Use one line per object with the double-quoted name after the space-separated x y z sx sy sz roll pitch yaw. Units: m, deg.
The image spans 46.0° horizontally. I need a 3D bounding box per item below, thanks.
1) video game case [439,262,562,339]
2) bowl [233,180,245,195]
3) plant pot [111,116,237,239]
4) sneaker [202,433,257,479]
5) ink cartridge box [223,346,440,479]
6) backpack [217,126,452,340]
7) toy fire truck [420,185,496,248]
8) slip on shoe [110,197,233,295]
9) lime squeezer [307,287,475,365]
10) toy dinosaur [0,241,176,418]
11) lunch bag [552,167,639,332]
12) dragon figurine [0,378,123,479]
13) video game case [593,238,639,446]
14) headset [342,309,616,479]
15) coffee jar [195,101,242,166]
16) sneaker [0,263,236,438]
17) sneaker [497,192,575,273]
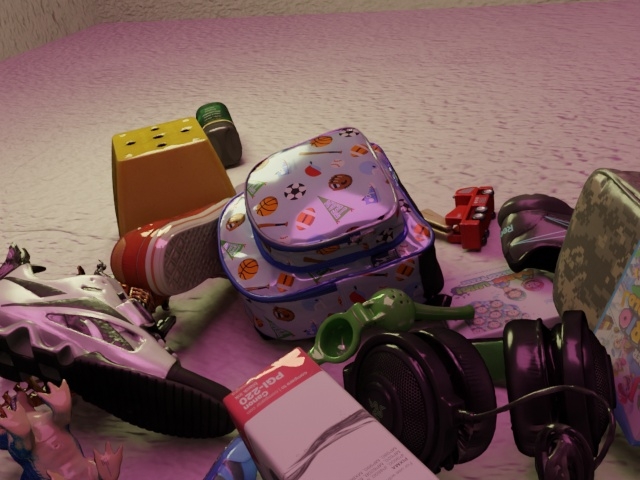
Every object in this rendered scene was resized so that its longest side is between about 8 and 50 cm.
0.229 0.078 0.978 0.157 0.019 0.143 -13 28 -7 "video game case"
-0.069 -0.072 1.315 0.142 0.053 0.142 -20 29 -21 "bowl"
-0.249 -0.087 1.256 0.212 0.187 0.212 -16 28 -12 "plant pot"
-0.089 0.262 0.700 0.082 0.069 0.209 29 28 6 "sneaker"
0.022 0.215 0.631 0.092 0.159 0.218 -32 33 -19 "ink cartridge box"
0.000 0.000 0.986 0.263 0.213 0.276 -26 41 3 "backpack"
0.189 -0.026 1.156 0.135 0.047 0.192 1 29 22 "toy fire truck"
-0.172 0.005 1.060 0.101 0.123 0.331 3 10 21 "slip on shoe"
0.044 0.108 0.855 0.310 0.110 0.059 -23 67 -16 "lime squeezer"
-0.315 0.109 0.967 0.218 0.164 0.322 16 12 12 "toy dinosaur"
0.416 0.063 0.766 0.256 0.213 0.305 5 27 -11 "lunch bag"
-0.253 0.238 0.748 0.289 0.144 0.085 42 50 18 "dragon figurine"
0.292 0.084 0.676 0.015 0.166 0.119 5 34 -10 "video game case"
0.152 0.163 0.671 0.243 0.185 0.394 -6 -2 -3 "headset"
-0.217 -0.225 1.602 0.079 0.096 0.184 -16 28 -7 "coffee jar"
-0.229 0.109 0.847 0.330 0.122 0.146 21 48 3 "sneaker"
0.369 0.010 0.999 0.267 0.101 0.106 4 51 9 "sneaker"
